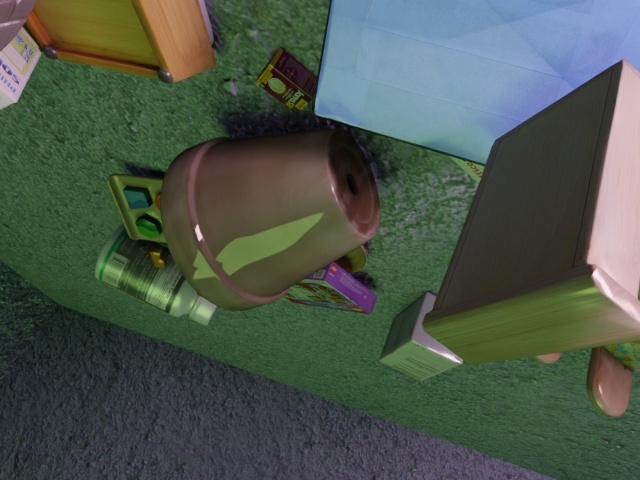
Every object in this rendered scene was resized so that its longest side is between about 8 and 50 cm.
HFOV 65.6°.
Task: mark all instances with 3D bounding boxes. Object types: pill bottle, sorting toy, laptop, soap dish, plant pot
[{"bbox_3d":[-0.468,0.106,1.510,0.361,0.204,0.204,28,151,-6],"label":"pill bottle"},{"bbox_3d":[-0.403,-0.031,1.284,0.229,0.041,0.307,5,132,11],"label":"sorting toy"},{"bbox_3d":[0.169,-0.223,0.423,0.382,0.236,0.408,18,-179,10],"label":"laptop"},{"bbox_3d":[-0.315,-0.353,0.712,0.291,0.118,0.228,15,150,14],"label":"soap dish"},{"bbox_3d":[-0.059,-0.058,0.870,0.281,0.323,0.323,-16,135,27],"label":"plant pot"},{"bbox_3d":[0.000,0.000,1.159,0.237,0.032,0.236,18,152,10],"label":"plant pot"}]

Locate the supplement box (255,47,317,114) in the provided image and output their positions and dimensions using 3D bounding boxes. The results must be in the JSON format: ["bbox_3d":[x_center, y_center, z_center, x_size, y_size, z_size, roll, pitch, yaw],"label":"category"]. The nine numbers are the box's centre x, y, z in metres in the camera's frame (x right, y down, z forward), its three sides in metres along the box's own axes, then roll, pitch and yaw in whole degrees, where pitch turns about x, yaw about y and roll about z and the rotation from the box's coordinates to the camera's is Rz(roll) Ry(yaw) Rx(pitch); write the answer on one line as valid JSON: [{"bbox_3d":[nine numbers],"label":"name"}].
[{"bbox_3d":[-0.049,-0.245,0.770,0.083,0.043,0.055,34,149,-18],"label":"supplement box"}]

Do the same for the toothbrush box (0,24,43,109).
[{"bbox_3d":[-0.527,-0.333,0.718,0.122,0.283,0.206,-19,137,12],"label":"toothbrush box"}]

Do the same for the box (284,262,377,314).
[{"bbox_3d":[-0.027,0.115,1.299,0.294,0.057,0.201,1,152,43],"label":"box"}]

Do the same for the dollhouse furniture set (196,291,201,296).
[{"bbox_3d":[-0.226,0.050,1.238,0.152,0.201,0.374,20,151,6],"label":"dollhouse furniture set"}]

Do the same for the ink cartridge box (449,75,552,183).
[{"bbox_3d":[0.258,-0.153,0.662,0.128,0.072,0.175,35,149,-21],"label":"ink cartridge box"}]

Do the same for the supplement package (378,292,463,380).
[{"bbox_3d":[0.265,0.254,1.274,0.134,0.139,0.244,26,153,-1],"label":"supplement package"}]

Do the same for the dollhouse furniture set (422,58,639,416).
[{"bbox_3d":[0.335,0.070,0.474,0.394,0.256,0.362,37,149,-12],"label":"dollhouse furniture set"}]

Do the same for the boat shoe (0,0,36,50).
[{"bbox_3d":[-0.404,-0.380,0.570,0.130,0.355,0.132,26,-171,22],"label":"boat shoe"}]
